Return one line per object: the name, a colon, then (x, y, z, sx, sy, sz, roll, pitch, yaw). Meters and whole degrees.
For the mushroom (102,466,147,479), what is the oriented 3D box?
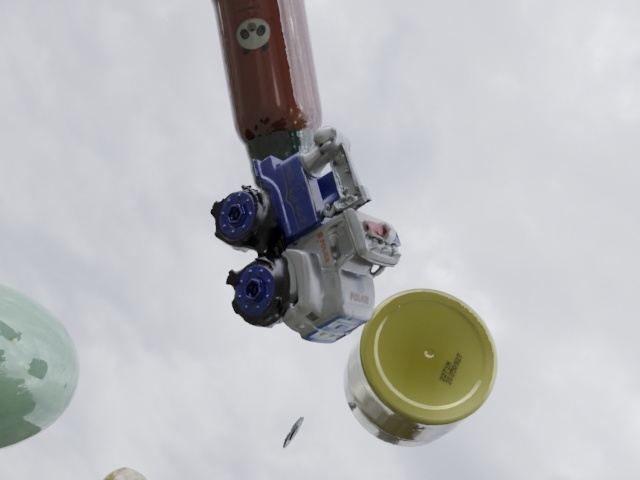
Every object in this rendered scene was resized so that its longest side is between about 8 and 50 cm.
mushroom: (-0.300, 0.385, 1.028, 0.067, 0.083, 0.084, -2, -69, 46)

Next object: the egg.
egg: (-0.566, 0.190, 1.044, 0.276, 0.389, 0.276, -24, -124, 41)

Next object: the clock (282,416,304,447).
clock: (-0.055, 0.397, 1.405, 0.010, 0.074, 0.083, 30, -14, 14)

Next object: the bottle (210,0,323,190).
bottle: (-0.076, -0.236, 1.013, 0.144, 0.144, 0.336, -14, -98, 49)

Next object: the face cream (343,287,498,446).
face cream: (0.155, 0.209, 1.102, 0.218, 0.218, 0.179, 46, -23, 16)

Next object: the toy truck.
toy truck: (0.000, 0.000, 0.760, 0.177, 0.161, 0.213, -31, -117, 28)
